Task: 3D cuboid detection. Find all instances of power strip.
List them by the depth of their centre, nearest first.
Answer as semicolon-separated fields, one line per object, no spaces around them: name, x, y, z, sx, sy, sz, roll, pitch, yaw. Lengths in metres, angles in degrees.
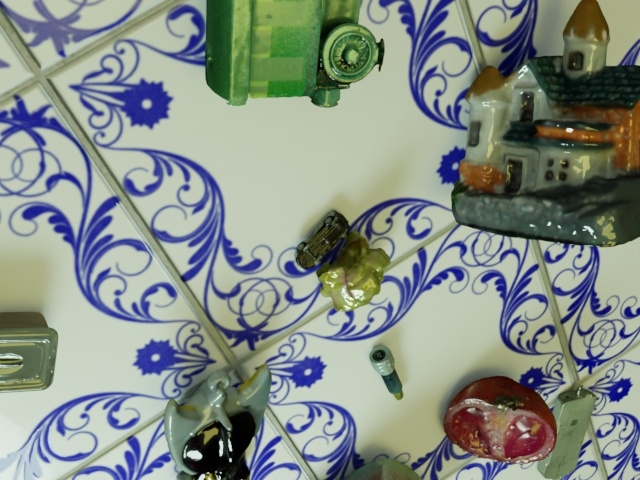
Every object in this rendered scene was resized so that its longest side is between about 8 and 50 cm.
power strip;0.467;0.363;1.600;0.080;0.029;0.226;-6;120;-22

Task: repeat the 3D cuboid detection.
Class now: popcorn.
popcorn;0.047;0.048;1.174;0.097;0.089;0.109;-43;165;-53

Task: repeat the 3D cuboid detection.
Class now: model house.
model house;0.313;-0.162;1.099;0.190;0.271;0.300;-10;106;-40

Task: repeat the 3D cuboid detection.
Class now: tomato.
tomato;0.311;0.299;1.447;0.189;0.099;0.173;12;136;10

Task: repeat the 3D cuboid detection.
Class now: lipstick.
lipstick;0.109;0.213;1.331;0.037;0.037;0.116;-33;133;-7

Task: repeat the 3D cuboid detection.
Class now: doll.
doll;-0.147;0.294;1.199;0.146;0.103;0.316;0;126;-10

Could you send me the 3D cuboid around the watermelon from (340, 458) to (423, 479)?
watermelon;0.084;0.505;1.379;0.262;0.201;0.213;-36;118;0

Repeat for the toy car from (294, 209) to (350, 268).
toy car;0.000;0.000;1.155;0.093;0.025;0.041;-44;126;-3

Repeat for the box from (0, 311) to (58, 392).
box;-0.384;0.132;1.010;0.122;0.062;0.089;1;116;-29

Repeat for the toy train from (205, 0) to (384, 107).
toy train;-0.028;-0.291;0.919;0.202;0.120;0.300;-6;120;-20
